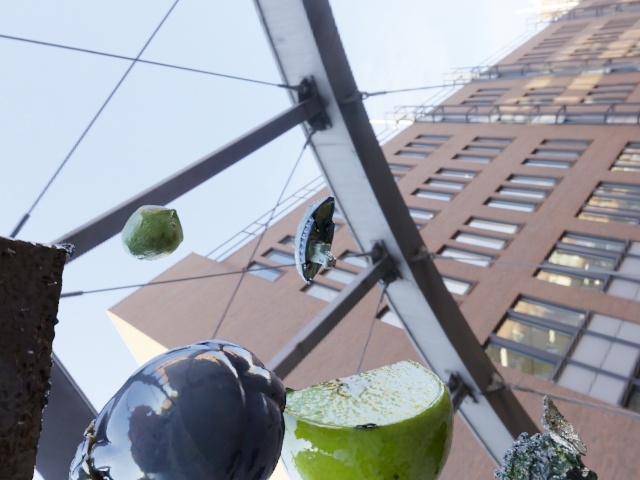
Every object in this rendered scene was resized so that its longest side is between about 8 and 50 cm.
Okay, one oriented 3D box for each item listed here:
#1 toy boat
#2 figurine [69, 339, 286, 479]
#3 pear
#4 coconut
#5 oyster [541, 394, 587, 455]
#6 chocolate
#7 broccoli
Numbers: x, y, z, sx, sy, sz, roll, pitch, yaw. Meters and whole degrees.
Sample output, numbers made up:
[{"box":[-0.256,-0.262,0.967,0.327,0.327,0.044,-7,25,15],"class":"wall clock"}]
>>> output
[{"box":[0.000,0.000,1.404,0.114,0.115,0.262,5,-89,-49],"class":"toy boat"},{"box":[-0.138,0.217,0.489,0.197,0.175,0.265,-8,-48,-58],"class":"figurine"},{"box":[0.095,0.420,0.909,0.343,0.238,0.318,-7,-75,-26],"class":"pear"},{"box":[-0.250,-0.013,0.729,0.096,0.088,0.088,-44,-43,12],"class":"coconut"},{"box":[0.242,0.189,0.492,0.019,0.054,0.083,-46,-12,19],"class":"oyster"},{"box":[-0.416,0.139,0.608,0.112,0.112,0.321,41,-133,-66],"class":"chocolate"},{"box":[0.425,0.516,0.918,0.165,0.145,0.304,-25,-65,-23],"class":"broccoli"}]
